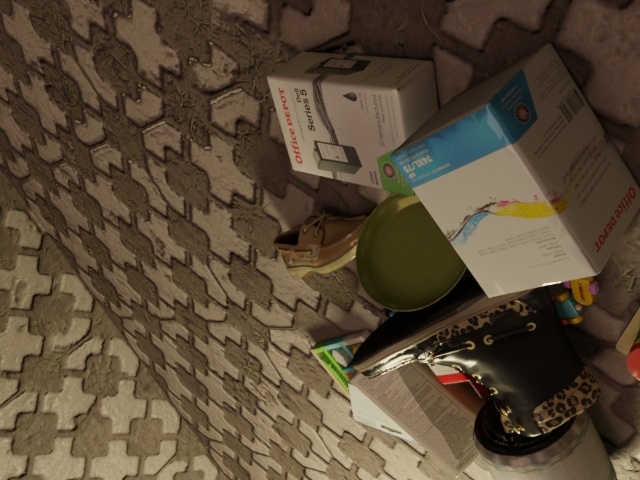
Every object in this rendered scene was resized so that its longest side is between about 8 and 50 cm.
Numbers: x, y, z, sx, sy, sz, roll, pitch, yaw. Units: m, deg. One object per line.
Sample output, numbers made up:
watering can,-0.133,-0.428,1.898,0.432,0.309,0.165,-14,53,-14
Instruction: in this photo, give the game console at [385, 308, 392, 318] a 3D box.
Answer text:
game console,0.188,0.188,1.448,0.122,0.071,0.107,38,144,12

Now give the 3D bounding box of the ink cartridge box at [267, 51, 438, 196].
ink cartridge box,0.061,-0.207,1.147,0.273,0.115,0.198,16,135,36

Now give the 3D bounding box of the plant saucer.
plant saucer,0.172,0.015,1.196,0.241,0.241,0.037,9,166,41

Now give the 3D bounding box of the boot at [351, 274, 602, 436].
boot,0.273,0.223,1.175,0.377,0.138,0.284,-32,101,19

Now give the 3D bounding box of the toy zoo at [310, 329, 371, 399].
toy zoo,0.112,0.323,1.697,0.192,0.030,0.293,52,145,-9

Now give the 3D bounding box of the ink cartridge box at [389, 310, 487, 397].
ink cartridge box,0.259,0.187,1.317,0.231,0.134,0.078,53,144,-8

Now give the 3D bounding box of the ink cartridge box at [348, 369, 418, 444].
ink cartridge box,0.182,0.425,1.665,0.223,0.045,0.224,17,145,18

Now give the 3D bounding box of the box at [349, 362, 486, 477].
box,0.233,0.349,1.471,0.311,0.121,0.148,43,107,7

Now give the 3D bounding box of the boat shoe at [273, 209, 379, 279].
boat shoe,0.000,0.000,1.413,0.110,0.121,0.341,52,146,-10

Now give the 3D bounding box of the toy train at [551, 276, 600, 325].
toy train,0.411,0.067,1.122,0.125,0.046,0.166,38,148,31

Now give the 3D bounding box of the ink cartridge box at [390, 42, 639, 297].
ink cartridge box,0.285,-0.091,0.956,0.270,0.198,0.197,54,144,-10

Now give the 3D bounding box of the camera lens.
camera lens,0.440,0.427,1.291,0.219,0.219,0.274,-7,120,49

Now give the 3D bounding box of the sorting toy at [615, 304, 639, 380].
sorting toy,0.597,0.168,0.983,0.257,0.089,0.255,29,142,23
